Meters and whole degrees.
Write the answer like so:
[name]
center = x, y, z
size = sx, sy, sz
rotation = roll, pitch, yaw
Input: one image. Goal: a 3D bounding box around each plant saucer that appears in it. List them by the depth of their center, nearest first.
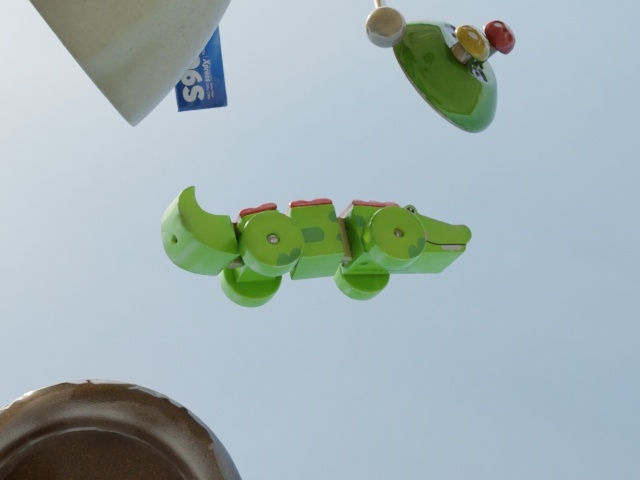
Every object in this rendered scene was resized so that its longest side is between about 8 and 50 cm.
[plant saucer]
center = -0.219, 0.288, 1.047
size = 0.310, 0.050, 0.310
rotation = 0, -94, -5

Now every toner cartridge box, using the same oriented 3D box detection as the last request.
[toner cartridge box]
center = -0.184, -0.370, 1.533
size = 0.075, 0.348, 0.165
rotation = -7, -153, -5

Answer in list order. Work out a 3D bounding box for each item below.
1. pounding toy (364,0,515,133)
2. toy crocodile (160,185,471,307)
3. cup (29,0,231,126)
[pounding toy]
center = 0.174, -0.261, 1.452
size = 0.237, 0.110, 0.183
rotation = 39, -149, -19
[toy crocodile]
center = 0.000, 0.000, 1.185
size = 0.340, 0.115, 0.105
rotation = -2, -115, -19
[cup]
center = -0.216, -0.328, 1.226
size = 0.237, 0.331, 0.331
rotation = -37, -116, -1
